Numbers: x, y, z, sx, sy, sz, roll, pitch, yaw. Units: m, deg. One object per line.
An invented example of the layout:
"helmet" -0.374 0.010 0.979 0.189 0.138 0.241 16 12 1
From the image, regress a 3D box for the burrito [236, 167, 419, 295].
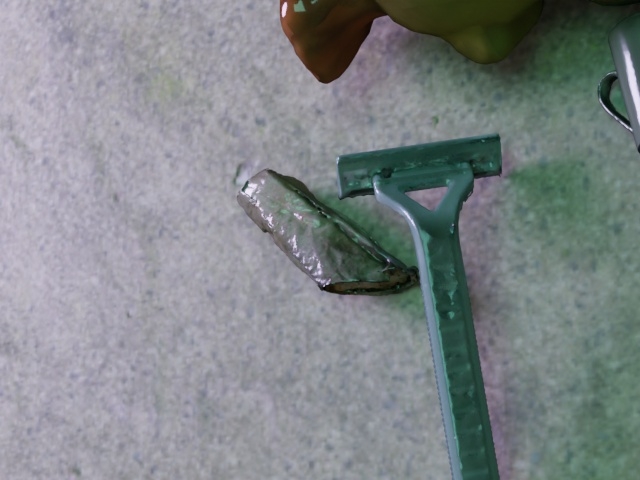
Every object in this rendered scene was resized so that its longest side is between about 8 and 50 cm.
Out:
"burrito" 0.000 0.000 1.341 0.055 0.041 0.149 -46 58 -8

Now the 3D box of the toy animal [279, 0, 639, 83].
"toy animal" 0.116 -0.237 1.273 0.338 0.216 0.191 -13 41 26

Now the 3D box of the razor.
"razor" 0.085 0.066 1.251 0.111 0.056 0.278 -8 72 -3

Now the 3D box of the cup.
"cup" 0.209 -0.097 1.255 0.075 0.054 0.083 -16 68 22
